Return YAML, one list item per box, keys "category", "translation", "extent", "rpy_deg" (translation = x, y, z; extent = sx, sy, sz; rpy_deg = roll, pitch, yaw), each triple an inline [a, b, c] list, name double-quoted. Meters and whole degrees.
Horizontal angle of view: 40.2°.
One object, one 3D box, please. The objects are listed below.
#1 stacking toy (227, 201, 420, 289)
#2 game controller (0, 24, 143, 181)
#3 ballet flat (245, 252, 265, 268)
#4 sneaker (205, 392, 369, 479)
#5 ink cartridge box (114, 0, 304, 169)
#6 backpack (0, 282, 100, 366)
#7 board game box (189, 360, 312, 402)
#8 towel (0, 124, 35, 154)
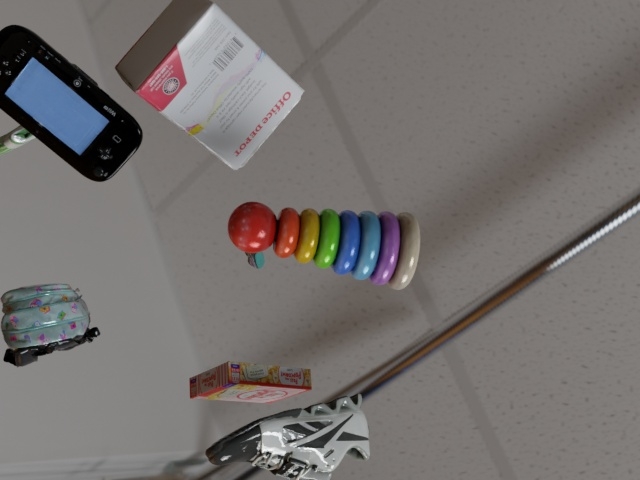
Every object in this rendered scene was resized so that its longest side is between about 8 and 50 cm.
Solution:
- category: "stacking toy"
  translation: [0.000, 0.000, 1.537]
  extent: [0.141, 0.330, 0.141]
  rpy_deg: [-173, -90, -80]
- category: "game controller"
  translation: [-0.484, -0.251, 1.626]
  extent: [0.166, 0.319, 0.067]
  rpy_deg: [-38, -160, 34]
- category: "ballet flat"
  translation: [-0.134, 0.012, 1.708]
  extent: [0.041, 0.041, 0.114]
  rpy_deg: [53, -21, 33]
- category: "sneaker"
  translation: [-0.043, 0.383, 1.591]
  extent: [0.122, 0.330, 0.146]
  rpy_deg: [-42, -119, 56]
- category: "ink cartridge box"
  translation: [-0.215, -0.317, 1.741]
  extent: [0.226, 0.306, 0.131]
  rpy_deg: [-48, -132, 3]
- category: "backpack"
  translation: [-0.426, 0.123, 1.337]
  extent: [0.182, 0.151, 0.115]
  rpy_deg: [161, -88, -76]
- category: "board game box"
  translation: [-0.137, 0.280, 1.718]
  extent: [0.146, 0.193, 0.045]
  rpy_deg: [-28, -121, 47]
- category: "towel"
  translation: [-0.640, -0.238, 1.897]
  extent: [0.324, 0.248, 0.038]
  rpy_deg: [-9, -64, 46]
